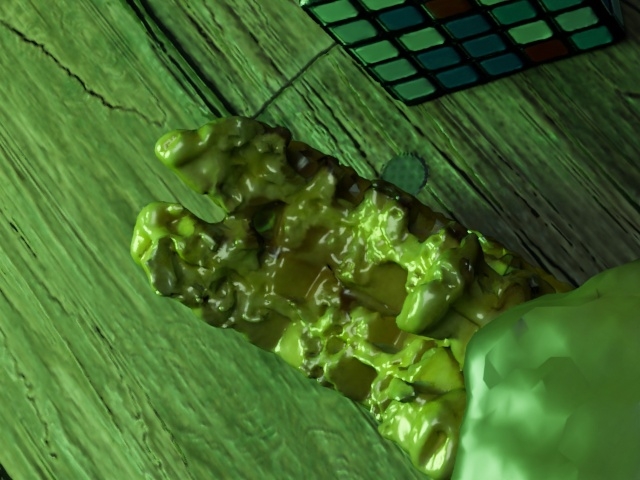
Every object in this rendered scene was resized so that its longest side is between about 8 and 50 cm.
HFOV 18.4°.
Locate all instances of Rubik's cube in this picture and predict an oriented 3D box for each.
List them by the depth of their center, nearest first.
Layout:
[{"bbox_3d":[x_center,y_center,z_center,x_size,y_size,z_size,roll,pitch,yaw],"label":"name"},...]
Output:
[{"bbox_3d":[0.093,-0.230,1.403,0.184,0.182,0.187,-16,65,20],"label":"Rubik's cube"}]

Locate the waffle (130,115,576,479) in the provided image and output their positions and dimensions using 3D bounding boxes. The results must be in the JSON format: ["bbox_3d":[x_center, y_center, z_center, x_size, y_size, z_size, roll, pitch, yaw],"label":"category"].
[{"bbox_3d":[0.042,0.043,1.281,0.324,0.261,0.151,33,94,33],"label":"waffle"}]

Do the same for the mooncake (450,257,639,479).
[{"bbox_3d":[0.248,0.159,1.061,0.393,0.394,0.246,6,73,-7],"label":"mooncake"}]
